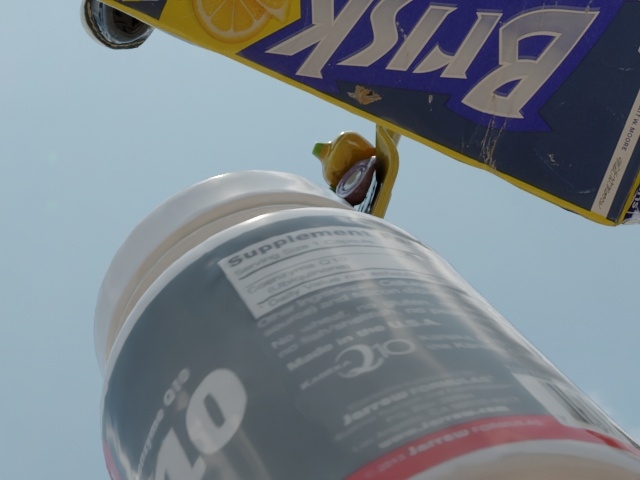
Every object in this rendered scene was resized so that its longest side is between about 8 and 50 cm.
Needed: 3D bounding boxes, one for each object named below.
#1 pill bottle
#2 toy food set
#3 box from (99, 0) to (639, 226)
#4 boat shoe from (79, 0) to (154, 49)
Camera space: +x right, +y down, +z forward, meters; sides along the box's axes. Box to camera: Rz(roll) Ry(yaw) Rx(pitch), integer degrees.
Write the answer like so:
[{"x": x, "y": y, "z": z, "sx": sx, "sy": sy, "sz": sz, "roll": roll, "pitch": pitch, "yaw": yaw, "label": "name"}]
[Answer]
[{"x": 0.010, "y": 0.084, "z": 0.582, "sx": 0.161, "sy": 0.283, "sz": 0.161, "roll": -8, "pitch": -66, "yaw": -18, "label": "pill bottle"}, {"x": 0.000, "y": 0.000, "z": 1.229, "sx": 0.071, "sy": 0.128, "sz": 0.218, "roll": 21, "pitch": -105, "yaw": -4, "label": "toy food set"}, {"x": 0.017, "y": -0.061, "z": 0.391, "sx": 0.169, "sy": 0.054, "sz": 0.059, "roll": 26, "pitch": -77, "yaw": 26, "label": "box"}, {"x": -0.122, "y": -0.278, "z": 1.369, "sx": 0.095, "sy": 0.079, "sz": 0.255, "roll": 37, "pitch": -99, "yaw": -21, "label": "boat shoe"}]
